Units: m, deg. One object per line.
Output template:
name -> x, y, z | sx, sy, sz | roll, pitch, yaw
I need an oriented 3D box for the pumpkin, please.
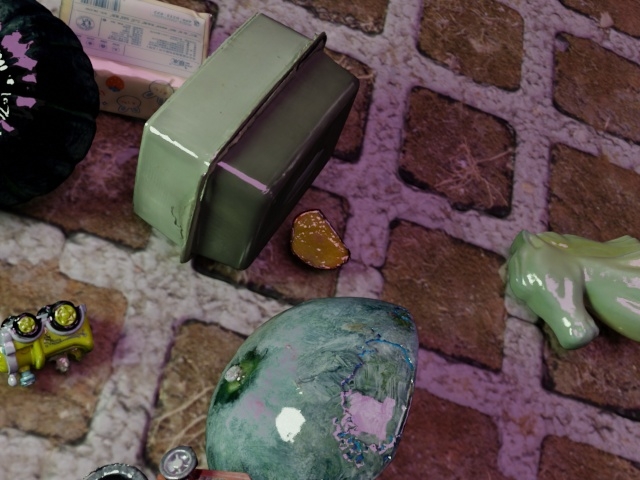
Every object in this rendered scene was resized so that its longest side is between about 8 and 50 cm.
pumpkin -> -0.369, -0.159, 0.987 | 0.248, 0.248, 0.248 | 10, 60, -18

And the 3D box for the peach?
peach -> 0.000, 0.000, 1.192 | 0.083, 0.050, 0.077 | 11, 83, -7

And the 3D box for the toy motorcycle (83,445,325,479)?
toy motorcycle -> -0.119, 0.295, 0.889 | 0.298, 0.089, 0.171 | 0, 53, 15

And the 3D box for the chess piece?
chess piece -> 0.412, 0.066, 1.295 | 0.298, 0.176, 0.175 | 0, 63, -9

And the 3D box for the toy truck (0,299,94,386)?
toy truck -> -0.303, 0.112, 0.993 | 0.111, 0.076, 0.077 | -19, 92, -30

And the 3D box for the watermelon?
watermelon -> -0.012, 0.162, 1.017 | 0.175, 0.188, 0.321 | 26, 55, -11

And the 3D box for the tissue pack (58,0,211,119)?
tissue pack -> -0.245, -0.239, 1.190 | 0.196, 0.092, 0.148 | 10, 59, -17

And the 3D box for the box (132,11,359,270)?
box -> -0.089, -0.117, 1.117 | 0.166, 0.220, 0.290 | 31, 55, 5
